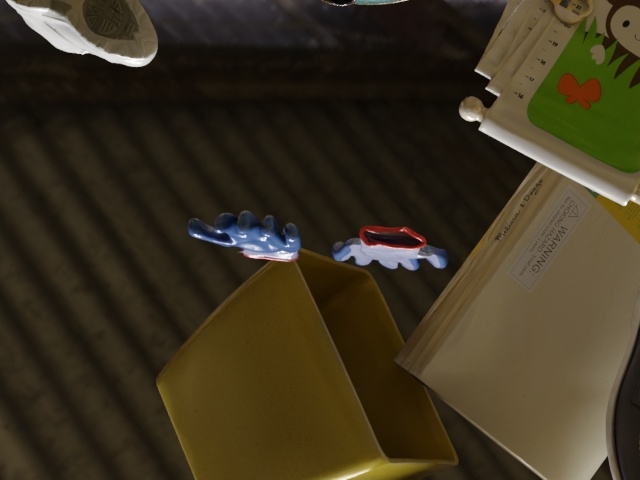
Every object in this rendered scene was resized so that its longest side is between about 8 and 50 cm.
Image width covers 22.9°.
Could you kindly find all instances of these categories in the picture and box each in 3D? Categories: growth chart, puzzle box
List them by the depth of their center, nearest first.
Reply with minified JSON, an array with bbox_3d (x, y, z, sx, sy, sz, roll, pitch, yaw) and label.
[{"bbox_3d":[0.197,-0.141,1.057,0.172,0.021,0.237,20,-109,7],"label":"growth chart"},{"bbox_3d":[0.283,0.029,1.572,0.272,0.409,0.052,40,174,-34],"label":"puzzle box"}]

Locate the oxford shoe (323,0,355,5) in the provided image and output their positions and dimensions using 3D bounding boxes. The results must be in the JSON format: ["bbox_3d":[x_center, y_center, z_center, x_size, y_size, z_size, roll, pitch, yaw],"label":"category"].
[{"bbox_3d":[-0.047,-0.216,1.031,0.271,0.096,0.098,4,-99,-52],"label":"oxford shoe"}]

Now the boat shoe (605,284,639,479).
[{"bbox_3d":[0.259,0.105,1.142,0.075,0.065,0.206,25,-117,-25],"label":"boat shoe"}]

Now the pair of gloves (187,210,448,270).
[{"bbox_3d":[0.000,0.000,1.211,0.198,0.159,0.023,6,-98,4],"label":"pair of gloves"}]

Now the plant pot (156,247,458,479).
[{"bbox_3d":[-0.023,0.153,1.472,0.212,0.187,0.212,65,-163,17],"label":"plant pot"}]

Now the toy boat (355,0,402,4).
[{"bbox_3d":[0.010,-0.323,1.284,0.318,0.267,0.148,51,-143,-24],"label":"toy boat"}]

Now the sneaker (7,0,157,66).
[{"bbox_3d":[-0.300,-0.280,2.051,0.232,0.115,0.090,30,-109,21],"label":"sneaker"}]
